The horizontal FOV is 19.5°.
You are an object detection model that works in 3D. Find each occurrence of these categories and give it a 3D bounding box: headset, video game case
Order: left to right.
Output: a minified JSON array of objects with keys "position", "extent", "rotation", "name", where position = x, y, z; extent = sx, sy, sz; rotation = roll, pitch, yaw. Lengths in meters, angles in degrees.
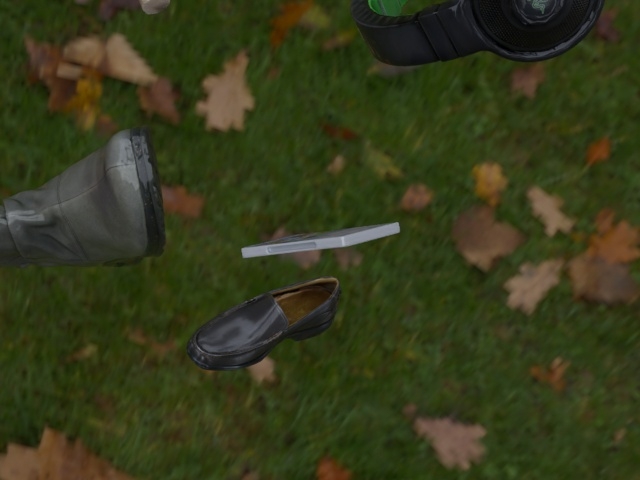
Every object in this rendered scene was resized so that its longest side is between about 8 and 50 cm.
[{"position":[0.000,0.000,1.717],"extent":[0.087,0.122,0.011],"rotation":[-15,96,-51],"name":"video game case"},{"position":[0.219,-0.242,1.684],"extent":[0.185,0.394,0.243],"rotation":[59,37,-24],"name":"headset"}]

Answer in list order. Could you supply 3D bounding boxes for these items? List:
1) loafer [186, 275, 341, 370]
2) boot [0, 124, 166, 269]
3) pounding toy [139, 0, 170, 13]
[{"position":[-0.053,0.074,1.788],"extent":[0.170,0.061,0.062],"rotation":[-24,65,-34],"name":"loafer"},{"position":[-0.202,-0.015,1.340],"extent":[0.161,0.246,0.083],"rotation":[-6,79,-15],"name":"boot"},{"position":[-0.051,-0.212,1.153],"extent":[0.236,0.110,0.183],"rotation":[-17,73,-29],"name":"pounding toy"}]
